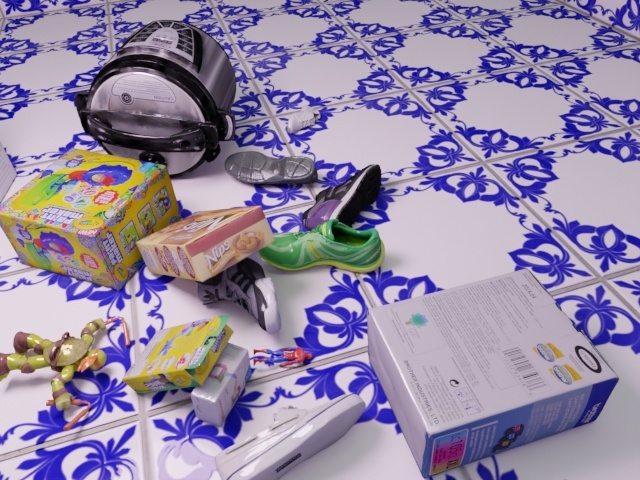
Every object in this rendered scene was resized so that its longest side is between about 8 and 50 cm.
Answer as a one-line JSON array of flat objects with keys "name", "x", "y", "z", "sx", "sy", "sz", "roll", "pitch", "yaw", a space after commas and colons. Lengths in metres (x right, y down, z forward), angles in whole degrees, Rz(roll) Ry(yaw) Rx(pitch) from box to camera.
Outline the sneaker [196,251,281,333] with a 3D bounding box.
[{"name": "sneaker", "x": -0.180, "y": 0.116, "z": 1.157, "sx": 0.153, "sy": 0.101, "sz": 0.268, "roll": -16, "pitch": 37, "yaw": -12}]

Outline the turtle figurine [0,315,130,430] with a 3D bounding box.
[{"name": "turtle figurine", "x": -0.510, "y": 0.235, "z": 1.051, "sx": 0.218, "sy": 0.087, "sz": 0.269, "roll": 1, "pitch": 42, "yaw": 5}]

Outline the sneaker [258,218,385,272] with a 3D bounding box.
[{"name": "sneaker", "x": 0.000, "y": 0.000, "z": 1.250, "sx": 0.296, "sy": 0.123, "sz": 0.109, "roll": 1, "pitch": 41, "yaw": 5}]

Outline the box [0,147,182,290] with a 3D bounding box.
[{"name": "box", "x": -0.550, "y": -0.061, "z": 1.322, "sx": 0.290, "sy": 0.176, "sz": 0.279, "roll": 12, "pitch": 45, "yaw": 17}]

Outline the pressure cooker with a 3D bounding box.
[{"name": "pressure cooker", "x": -0.442, "y": -0.384, "z": 1.543, "sx": 0.370, "sy": 0.375, "sz": 0.420, "roll": -27, "pitch": 34, "yaw": 27}]

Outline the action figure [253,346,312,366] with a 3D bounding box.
[{"name": "action figure", "x": -0.074, "y": 0.229, "z": 1.070, "sx": 0.115, "sy": 0.030, "sz": 0.038, "roll": -1, "pitch": 47, "yaw": -4}]

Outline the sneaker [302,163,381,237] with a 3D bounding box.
[{"name": "sneaker", "x": 0.054, "y": -0.120, "z": 1.402, "sx": 0.124, "sy": 0.107, "sz": 0.283, "roll": 16, "pitch": 45, "yaw": 29}]

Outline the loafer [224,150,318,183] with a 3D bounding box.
[{"name": "loafer", "x": -0.137, "y": -0.190, "z": 1.526, "sx": 0.268, "sy": 0.084, "sz": 0.096, "roll": 6, "pitch": 74, "yaw": 16}]

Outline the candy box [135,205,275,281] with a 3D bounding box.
[{"name": "candy box", "x": -0.261, "y": 0.002, "z": 1.184, "sx": 0.183, "sy": 0.087, "sz": 0.317, "roll": -32, "pitch": 19, "yaw": -30}]

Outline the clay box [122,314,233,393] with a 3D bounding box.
[{"name": "clay box", "x": -0.255, "y": 0.212, "z": 1.005, "sx": 0.222, "sy": 0.053, "sz": 0.127, "roll": -16, "pitch": 31, "yaw": 36}]

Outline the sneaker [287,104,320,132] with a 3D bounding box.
[{"name": "sneaker", "x": -0.054, "y": -0.390, "z": 1.748, "sx": 0.061, "sy": 0.053, "sz": 0.152, "roll": 21, "pitch": 47, "yaw": 22}]

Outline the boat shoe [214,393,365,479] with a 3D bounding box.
[{"name": "boat shoe", "x": -0.050, "y": 0.326, "z": 0.917, "sx": 0.268, "sy": 0.096, "sz": 0.088, "roll": -31, "pitch": 52, "yaw": -16}]

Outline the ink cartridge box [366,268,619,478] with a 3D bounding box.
[{"name": "ink cartridge box", "x": 0.313, "y": 0.214, "z": 0.967, "sx": 0.396, "sy": 0.151, "sz": 0.270, "roll": -14, "pitch": 43, "yaw": -9}]

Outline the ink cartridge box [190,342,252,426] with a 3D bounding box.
[{"name": "ink cartridge box", "x": -0.178, "y": 0.263, "z": 0.993, "sx": 0.052, "sy": 0.088, "sz": 0.122, "roll": 17, "pitch": 46, "yaw": 17}]

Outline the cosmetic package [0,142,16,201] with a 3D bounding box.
[{"name": "cosmetic package", "x": -0.987, "y": -0.284, "z": 1.394, "sx": 0.162, "sy": 0.452, "sz": 0.230, "roll": -5, "pitch": 41, "yaw": -2}]
